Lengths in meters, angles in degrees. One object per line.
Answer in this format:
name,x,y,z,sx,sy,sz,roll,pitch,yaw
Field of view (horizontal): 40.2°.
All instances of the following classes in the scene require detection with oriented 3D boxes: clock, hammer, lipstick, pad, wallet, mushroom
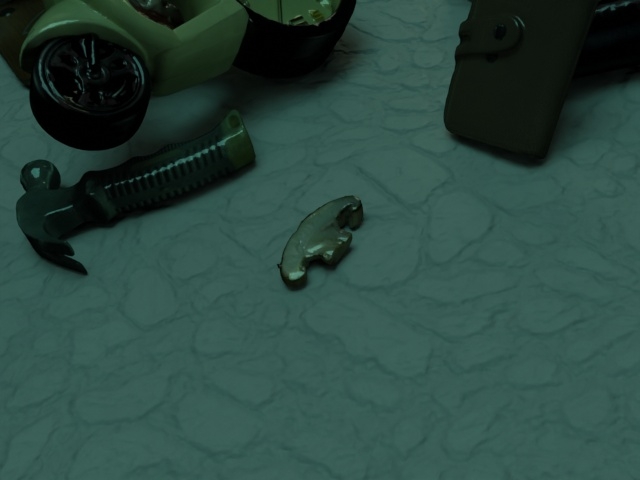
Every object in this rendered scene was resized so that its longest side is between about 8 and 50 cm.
clock,-0.148,-0.253,0.876,0.379,0.120,0.276,-25,74,-34
hammer,-0.170,-0.055,0.814,0.226,0.041,0.159,-21,41,-6
lipstick,0.376,-0.219,0.797,0.418,0.077,0.077,-14,40,1
pad,-0.297,-0.310,1.164,0.284,0.018,0.286,-30,41,-15
wallet,0.166,-0.156,0.751,0.038,0.153,0.118,0,18,-45
mushroom,0.000,0.000,0.714,0.049,0.019,0.101,20,55,36

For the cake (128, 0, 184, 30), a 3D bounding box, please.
cake,-0.163,-0.303,1.016,0.135,0.098,0.287,26,52,-2
